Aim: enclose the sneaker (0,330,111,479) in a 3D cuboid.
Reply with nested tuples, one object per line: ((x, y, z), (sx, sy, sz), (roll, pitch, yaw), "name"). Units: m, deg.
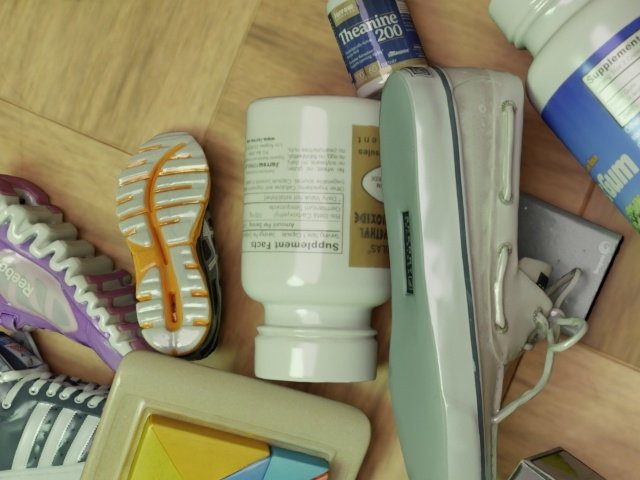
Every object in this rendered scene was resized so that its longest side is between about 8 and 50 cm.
((-0.219, 0.140, 1.448), (0.282, 0.099, 0.153), (-13, 86, 18), "sneaker")

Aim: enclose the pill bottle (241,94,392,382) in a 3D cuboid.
((0.000, 0.000, 1.373), (0.131, 0.131, 0.229), (1, 88, 16), "pill bottle")

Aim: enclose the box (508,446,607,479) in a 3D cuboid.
((0.128, 0.306, 1.306), (0.087, 0.169, 0.290), (37, 99, 17), "box")

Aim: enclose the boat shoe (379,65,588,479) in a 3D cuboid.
((0.139, 0.044, 1.304), (0.156, 0.136, 0.367), (-4, 90, -15), "boat shoe")

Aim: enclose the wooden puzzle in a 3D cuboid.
((-0.093, 0.228, 1.369), (0.220, 0.044, 0.239), (16, 102, -14), "wooden puzzle")

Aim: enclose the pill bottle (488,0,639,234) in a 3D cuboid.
((0.257, -0.112, 1.292), (0.152, 0.152, 0.272), (-41, 77, 11), "pill bottle")

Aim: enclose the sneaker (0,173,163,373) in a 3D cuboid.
((-0.237, 0.048, 1.466), (0.236, 0.095, 0.104), (43, 105, 19), "sneaker")

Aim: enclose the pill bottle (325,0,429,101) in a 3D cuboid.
((0.044, -0.182, 1.400), (0.067, 0.067, 0.120), (-22, 82, 14), "pill bottle")

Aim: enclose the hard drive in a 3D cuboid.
((0.172, 0.012, 1.378), (0.135, 0.022, 0.094), (25, 94, 15), "hard drive")

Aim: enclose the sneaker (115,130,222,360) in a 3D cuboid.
((-0.126, 0.007, 1.440), (0.084, 0.083, 0.215), (-8, 68, 11), "sneaker")
